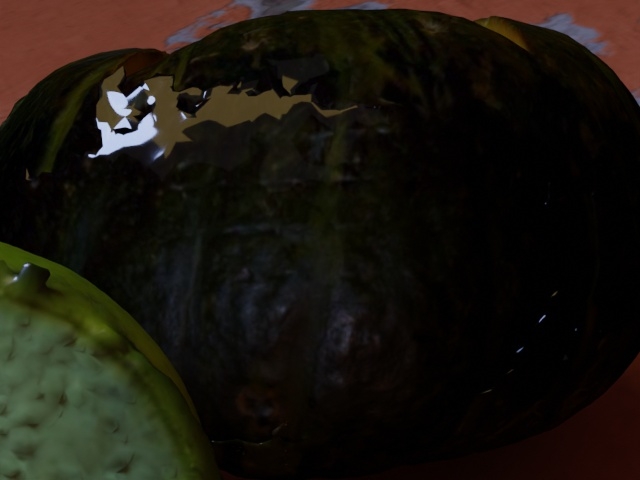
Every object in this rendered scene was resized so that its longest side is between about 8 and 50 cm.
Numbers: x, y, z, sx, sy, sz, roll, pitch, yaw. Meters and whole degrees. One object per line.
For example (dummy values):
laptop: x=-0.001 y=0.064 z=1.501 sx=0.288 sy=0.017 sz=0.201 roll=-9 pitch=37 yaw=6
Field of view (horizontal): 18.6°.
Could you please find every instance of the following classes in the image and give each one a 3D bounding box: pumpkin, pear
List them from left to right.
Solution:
pear: x=-0.151 y=0.143 z=0.711 sx=0.159 sy=0.292 sz=0.292 roll=18 pitch=15 yaw=-21
pumpkin: x=0.000 y=0.000 z=0.870 sx=0.320 sy=0.192 sz=0.320 roll=-4 pitch=1 yaw=0
